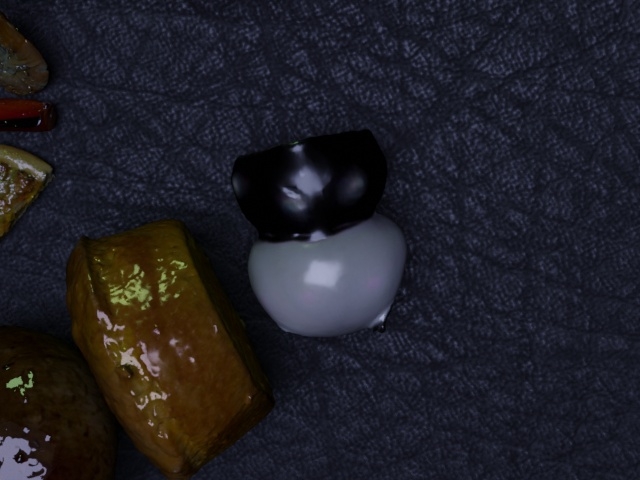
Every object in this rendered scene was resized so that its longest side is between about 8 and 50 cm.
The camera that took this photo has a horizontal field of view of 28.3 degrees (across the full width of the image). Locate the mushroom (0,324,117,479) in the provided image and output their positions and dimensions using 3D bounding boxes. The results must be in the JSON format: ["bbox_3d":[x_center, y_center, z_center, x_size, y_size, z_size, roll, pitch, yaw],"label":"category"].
[{"bbox_3d":[-0.335,0.274,1.498,0.356,0.331,0.334,11,56,-28],"label":"mushroom"}]

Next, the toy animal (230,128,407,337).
[{"bbox_3d":[0.000,-0.004,1.456,0.187,0.165,0.235,-12,98,10],"label":"toy animal"}]

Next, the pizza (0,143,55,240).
[{"bbox_3d":[-0.410,-0.055,1.557,0.175,0.046,0.134,-11,96,8],"label":"pizza"}]

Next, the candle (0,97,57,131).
[{"bbox_3d":[-0.399,-0.147,1.550,0.162,0.053,0.048,0,139,13],"label":"candle"}]

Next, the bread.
[{"bbox_3d":[-0.171,0.116,1.433,0.172,0.312,0.312,-26,94,-4],"label":"bread"}]

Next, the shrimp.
[{"bbox_3d":[-0.374,-0.237,1.485,0.091,0.184,0.043,4,55,18],"label":"shrimp"}]
